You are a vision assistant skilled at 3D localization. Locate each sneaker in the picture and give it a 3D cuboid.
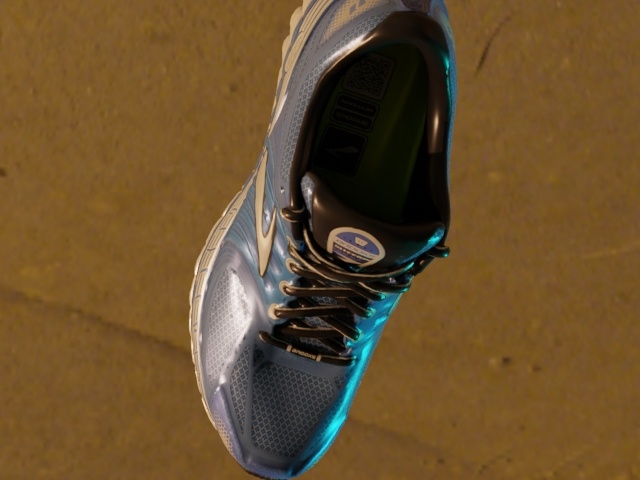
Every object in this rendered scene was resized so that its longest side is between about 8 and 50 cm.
[{"bbox_3d":[0.000,0.000,0.829,0.130,0.147,0.330,11,107,-9],"label":"sneaker"}]
